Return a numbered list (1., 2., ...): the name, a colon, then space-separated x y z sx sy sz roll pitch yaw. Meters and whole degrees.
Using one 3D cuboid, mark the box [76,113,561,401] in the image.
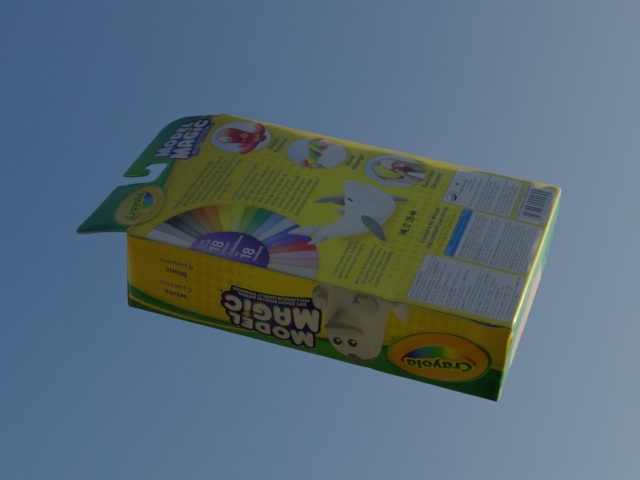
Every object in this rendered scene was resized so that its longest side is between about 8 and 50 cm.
1. box: 0.000 0.000 0.558 0.179 0.105 0.043 15 -53 13
